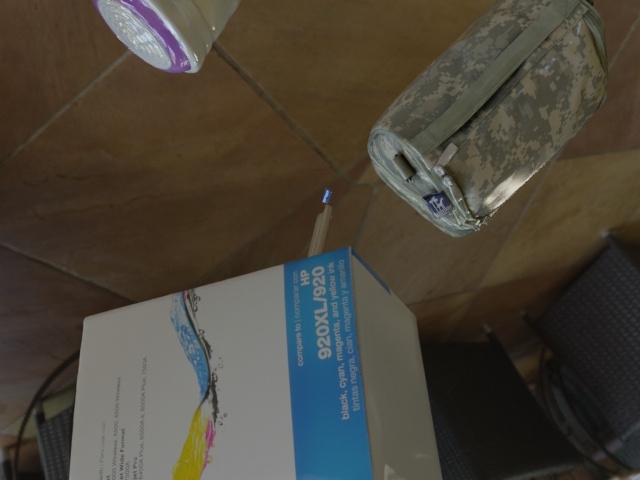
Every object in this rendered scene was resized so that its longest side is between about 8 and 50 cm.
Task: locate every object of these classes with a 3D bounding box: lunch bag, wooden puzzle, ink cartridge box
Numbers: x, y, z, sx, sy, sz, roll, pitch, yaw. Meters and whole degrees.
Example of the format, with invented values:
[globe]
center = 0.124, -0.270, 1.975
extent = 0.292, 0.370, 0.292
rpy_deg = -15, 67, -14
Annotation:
[lunch bag]
center = 0.211, -0.166, 0.839
extent = 0.305, 0.212, 0.256
rpy_deg = -45, 167, -1
[wooden puzzle]
center = 0.000, 0.000, 0.679
extent = 0.014, 0.078, 0.116
rpy_deg = 13, 91, -6
[ink cartridge box]
center = -0.046, 0.135, 0.499
extent = 0.233, 0.168, 0.171
rpy_deg = -15, 151, 19

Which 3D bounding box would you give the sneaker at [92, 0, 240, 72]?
[sneaker]
center = -0.141, -0.271, 0.452
extent = 0.152, 0.114, 0.305
rpy_deg = -55, 149, -19
